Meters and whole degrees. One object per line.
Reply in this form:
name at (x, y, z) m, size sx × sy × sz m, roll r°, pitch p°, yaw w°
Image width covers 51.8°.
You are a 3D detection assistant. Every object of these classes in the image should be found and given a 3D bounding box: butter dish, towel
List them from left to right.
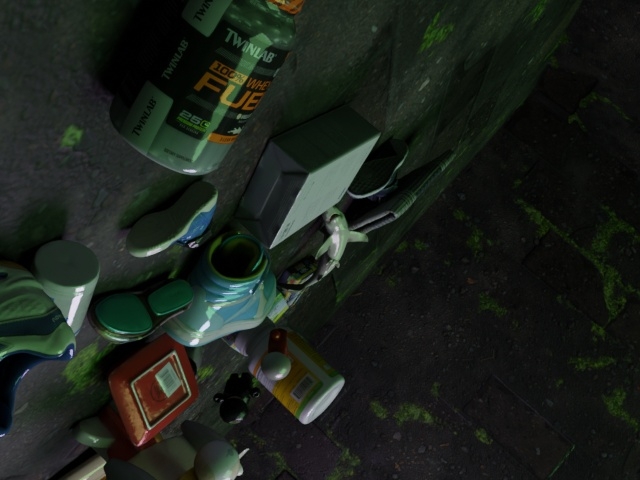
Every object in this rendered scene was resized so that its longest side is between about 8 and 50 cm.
butter dish at (-0.318, 0.251, 1.176) m, size 0.160 × 0.118 × 0.160 m, roll -36°, pitch 122°, yaw -41°
towel at (0.196, -0.122, 1.846) m, size 0.312 × 0.056 × 0.324 m, roll -45°, pitch -172°, yaw -31°

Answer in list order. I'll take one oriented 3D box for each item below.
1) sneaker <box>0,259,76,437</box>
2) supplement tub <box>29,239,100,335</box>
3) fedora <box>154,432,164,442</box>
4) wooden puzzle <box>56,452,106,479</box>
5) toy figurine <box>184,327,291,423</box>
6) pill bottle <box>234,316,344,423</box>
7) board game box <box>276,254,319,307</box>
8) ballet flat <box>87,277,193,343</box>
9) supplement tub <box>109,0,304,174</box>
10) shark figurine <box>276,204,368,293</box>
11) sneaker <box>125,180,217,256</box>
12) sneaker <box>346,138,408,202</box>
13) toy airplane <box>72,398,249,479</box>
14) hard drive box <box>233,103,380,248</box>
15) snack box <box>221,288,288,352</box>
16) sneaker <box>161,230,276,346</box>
sneaker at (-0.367, 0.157, 0.615) m, size 0.296 × 0.131 × 0.112 m, roll -46°, pitch 170°, yaw -8°
supplement tub at (-0.290, 0.059, 0.731) m, size 0.071 × 0.071 × 0.107 m, roll -35°, pitch 162°, yaw -50°
fedora at (-0.450, 0.530, 1.654) m, size 0.194 × 0.079 × 0.194 m, roll -47°, pitch 169°, yaw -13°
wooden puzzle at (-0.561, 0.616, 1.455) m, size 0.322 × 0.080 × 0.348 m, roll -28°, pitch 156°, yaw -47°
toy figurine at (-0.181, 0.241, 1.349) m, size 0.213 × 0.209 × 0.148 m, roll -46°, pitch -167°, yaw 15°
pill bottle at (-0.077, 0.283, 1.496) m, size 0.136 × 0.245 × 0.136 m, roll -43°, pitch 160°, yaw -19°
board game box at (-0.083, 0.131, 1.814) m, size 0.170 × 0.048 × 0.141 m, roll -55°, pitch 165°, yaw 30°
ballet flat at (-0.276, 0.111, 0.982) m, size 0.079 × 0.077 × 0.221 m, roll -33°, pitch 177°, yaw 25°
supplement tub at (-0.100, -0.164, 0.597) m, size 0.190 × 0.117 × 0.117 m, roll -54°, pitch 168°, yaw 23°
shark figurine at (0.003, 0.022, 1.676) m, size 0.166 × 0.116 × 0.278 m, roll 11°, pitch 117°, yaw -38°
sneaker at (-0.197, -0.009, 0.889) m, size 0.152 × 0.058 × 0.085 m, roll -48°, pitch 162°, yaw -38°
sneaker at (0.126, -0.134, 1.636) m, size 0.226 × 0.086 × 0.163 m, roll -42°, pitch 164°, yaw -36°
toy airplane at (-0.285, 0.442, 1.262) m, size 0.272 × 0.384 × 0.386 m, roll -29°, pitch -145°, yaw 10°
hard drive box at (-0.020, -0.114, 1.138) m, size 0.232 × 0.089 × 0.181 m, roll -35°, pitch 163°, yaw -49°
snack box at (-0.168, 0.191, 1.635) m, size 0.174 × 0.070 × 0.207 m, roll -47°, pitch 166°, yaw -9°
sneaker at (-0.134, 0.065, 1.209) m, size 0.208 × 0.127 × 0.319 m, roll -53°, pitch 169°, yaw 24°
